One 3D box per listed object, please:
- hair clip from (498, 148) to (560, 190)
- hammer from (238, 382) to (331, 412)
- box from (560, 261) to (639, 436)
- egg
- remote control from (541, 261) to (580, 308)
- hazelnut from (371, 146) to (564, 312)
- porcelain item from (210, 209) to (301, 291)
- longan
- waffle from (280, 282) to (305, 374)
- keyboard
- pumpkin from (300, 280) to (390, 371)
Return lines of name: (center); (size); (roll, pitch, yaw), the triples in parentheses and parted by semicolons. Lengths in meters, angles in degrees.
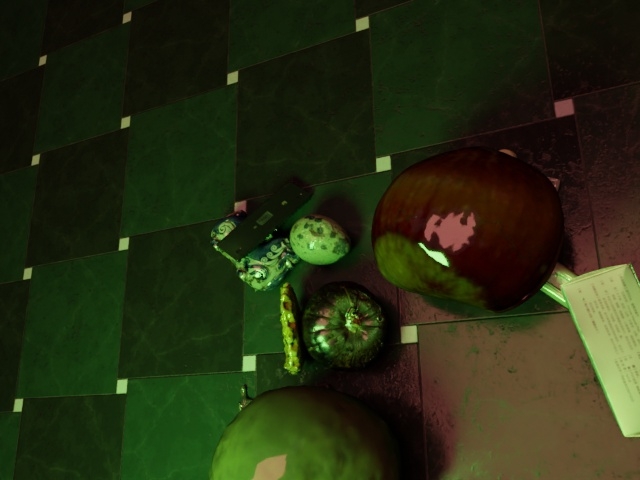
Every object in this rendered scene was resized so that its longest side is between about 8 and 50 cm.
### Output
hair clip: (0.484, -0.144, 1.490); (0.218, 0.071, 0.159); (23, 99, 35)
hammer: (-0.102, 0.442, 1.640); (0.297, 0.027, 0.125); (-19, 67, 21)
box: (0.628, 0.223, 1.208); (0.145, 0.173, 0.333); (-24, 76, 19)
egg: (0.000, 0.000, 1.653); (0.181, 0.141, 0.141); (17, 83, 19)
remote control: (0.589, 0.120, 1.364); (0.221, 0.042, 0.078); (39, 94, 30)
hazelnut: (0.319, -0.027, 1.351); (0.429, 0.402, 0.402); (17, 83, 43)
porcelain item: (-0.199, 0.019, 1.759); (0.186, 0.138, 0.288); (-44, 61, -2)
longan: (-0.040, 0.529, 1.364); (0.435, 0.404, 0.404); (-20, 63, -13)
waffle: (-0.075, 0.235, 1.565); (0.052, 0.254, 0.245); (-7, 84, 2)
keyboard: (-0.160, -0.056, 1.727); (0.106, 0.027, 0.317); (34, 62, 25)
pumpkin: (0.062, 0.222, 1.513); (0.237, 0.159, 0.238); (2, 72, -6)
